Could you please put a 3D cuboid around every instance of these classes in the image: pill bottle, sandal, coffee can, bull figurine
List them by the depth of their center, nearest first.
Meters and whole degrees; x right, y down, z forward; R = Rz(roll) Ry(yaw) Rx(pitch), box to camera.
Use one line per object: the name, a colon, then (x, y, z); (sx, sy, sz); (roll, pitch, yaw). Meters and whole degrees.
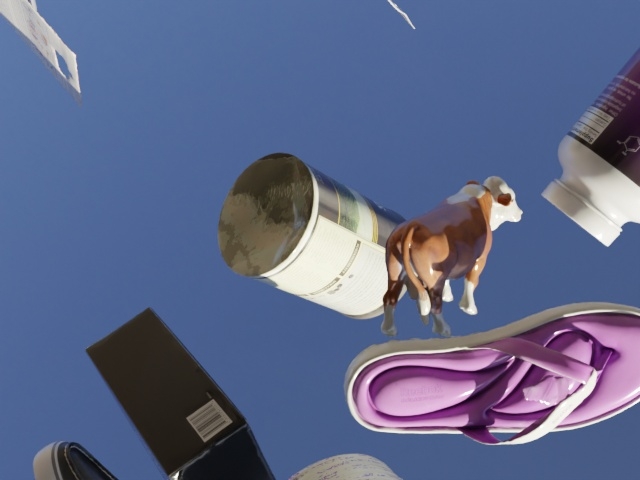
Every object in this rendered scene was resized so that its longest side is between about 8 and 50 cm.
sandal: (0.238, 0.189, 1.013); (0.416, 0.169, 0.102); (-11, -162, 5)
bull figurine: (0.181, 0.017, 1.125); (0.101, 0.310, 0.189); (14, -71, 35)
pill bottle: (0.473, -0.153, 1.166); (0.323, 0.181, 0.181); (-53, -125, 12)
coffee can: (0.000, 0.000, 1.320); (0.201, 0.275, 0.202); (-17, -118, 36)

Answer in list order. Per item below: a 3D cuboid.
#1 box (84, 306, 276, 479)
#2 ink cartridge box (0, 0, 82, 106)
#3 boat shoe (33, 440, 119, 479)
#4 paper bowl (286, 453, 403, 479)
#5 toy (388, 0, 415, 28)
box: (-0.155, 0.224, 0.947); (0.103, 0.184, 0.261); (-35, -142, -16)
ink cartridge box: (-0.314, -0.265, 0.857); (0.056, 0.181, 0.225); (-44, -86, -15)
boat shoe: (-0.143, 0.249, 0.672); (0.076, 0.080, 0.228); (-38, -97, 4)
paper bowl: (0.034, 0.454, 1.127); (0.284, 0.284, 0.148); (-47, -143, -7)
toy: (0.040, -0.362, 0.933); (0.056, 0.137, 0.237); (-41, -101, 16)
